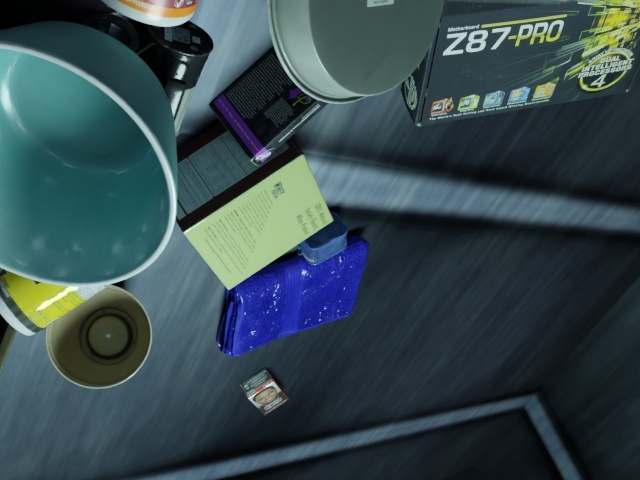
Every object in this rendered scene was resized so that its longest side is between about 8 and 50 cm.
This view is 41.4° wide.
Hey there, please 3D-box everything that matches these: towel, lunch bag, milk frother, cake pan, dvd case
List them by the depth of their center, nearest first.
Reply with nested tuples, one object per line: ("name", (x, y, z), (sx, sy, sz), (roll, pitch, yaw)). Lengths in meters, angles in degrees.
("milk frother", (-0.224, -0.202, 1.041), (0.143, 0.129, 0.135), (24, 126, -8))
("cake pan", (0.059, -0.315, 1.078), (0.293, 0.054, 0.293), (-21, 122, -38))
("dvd case", (-0.484, 0.209, 1.234), (0.018, 0.221, 0.164), (23, 122, -19))
("lunch bag", (0.000, 0.000, 1.571), (0.098, 0.067, 0.065), (-26, 148, -16))
("towel", (-0.050, 0.116, 1.676), (0.308, 0.076, 0.227), (-20, 147, -27))

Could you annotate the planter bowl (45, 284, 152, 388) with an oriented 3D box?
("planter bowl", (-0.346, 0.153, 1.360), (0.162, 0.162, 0.109), (-32, 177, -7))

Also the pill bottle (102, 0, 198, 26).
("pill bottle", (-0.152, -0.344, 0.869), (0.121, 0.121, 0.221), (-7, 140, -41))

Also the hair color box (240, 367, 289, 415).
("hair color box", (-0.128, 0.352, 1.962), (0.072, 0.043, 0.141), (-33, 150, -4))

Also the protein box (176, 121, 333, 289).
("protein box", (-0.117, -0.067, 1.284), (0.201, 0.136, 0.200), (-34, 150, -4))

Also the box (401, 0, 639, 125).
("box", (0.339, -0.343, 1.315), (0.395, 0.097, 0.318), (-9, 144, -11))

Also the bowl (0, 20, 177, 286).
("bowl", (-0.287, -0.115, 0.938), (0.311, 0.163, 0.311), (6, 131, 7))

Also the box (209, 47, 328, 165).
("box", (-0.062, -0.198, 1.176), (0.162, 0.116, 0.029), (-41, 155, 8))

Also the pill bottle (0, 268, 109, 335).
("pill bottle", (-0.354, 0.030, 1.190), (0.208, 0.119, 0.119), (-34, 150, -6))
